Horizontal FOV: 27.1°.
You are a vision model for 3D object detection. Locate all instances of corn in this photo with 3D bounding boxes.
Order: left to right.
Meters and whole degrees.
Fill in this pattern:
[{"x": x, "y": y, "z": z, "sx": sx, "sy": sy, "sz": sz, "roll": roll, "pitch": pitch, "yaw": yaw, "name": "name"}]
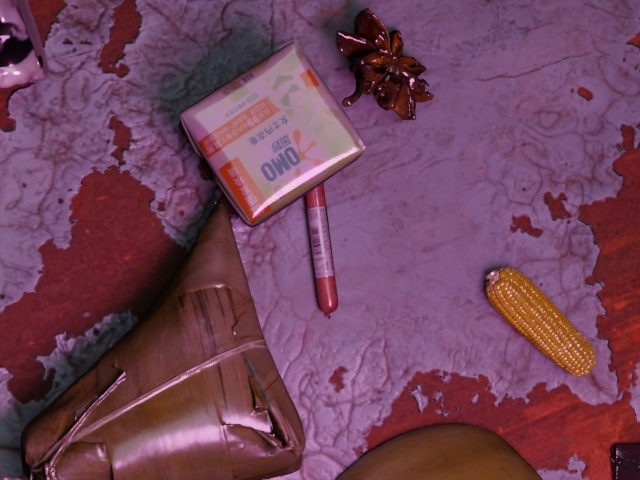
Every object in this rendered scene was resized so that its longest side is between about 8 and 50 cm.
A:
[{"x": 0.318, "y": 0.116, "z": 1.925, "sx": 0.206, "sy": 0.067, "sz": 0.067, "roll": 43, "pitch": 71, "yaw": -6, "name": "corn"}]

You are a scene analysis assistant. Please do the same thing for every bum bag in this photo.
[{"x": 0.482, "y": 0.376, "z": 1.951, "sx": 0.109, "sy": 0.026, "sz": 0.160, "roll": 0, "pitch": 81, "yaw": -18, "name": "bum bag"}]

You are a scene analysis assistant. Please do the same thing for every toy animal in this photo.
[{"x": -0.449, "y": -0.288, "z": 1.697, "sx": 0.155, "sy": 0.204, "sz": 0.208, "roll": -17, "pitch": 104, "yaw": -4, "name": "toy animal"}]

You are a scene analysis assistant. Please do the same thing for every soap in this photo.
[{"x": -0.066, "y": -0.140, "z": 1.797, "sx": 0.199, "sy": 0.138, "sz": 0.182, "roll": -33, "pitch": 92, "yaw": -5, "name": "soap"}]

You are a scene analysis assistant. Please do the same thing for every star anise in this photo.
[{"x": 0.072, "y": -0.251, "z": 1.870, "sx": 0.234, "sy": 0.073, "sz": 0.177, "roll": 7, "pitch": 58, "yaw": -57, "name": "star anise"}]

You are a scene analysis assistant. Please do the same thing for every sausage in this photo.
[{"x": 0.000, "y": 0.000, "z": 1.866, "sx": 0.029, "sy": 0.029, "sz": 0.223, "roll": -4, "pitch": 82, "yaw": -18, "name": "sausage"}]

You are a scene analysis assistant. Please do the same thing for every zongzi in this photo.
[{"x": -0.269, "y": 0.168, "z": 1.697, "sx": 0.446, "sy": 0.181, "sz": 0.418, "roll": -10, "pitch": 68, "yaw": -15, "name": "zongzi"}]

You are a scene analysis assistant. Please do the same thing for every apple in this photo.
[{"x": 0.167, "y": 0.456, "z": 1.809, "sx": 0.360, "sy": 0.312, "sz": 0.320, "roll": -22, "pitch": 43, "yaw": -21, "name": "apple"}]
